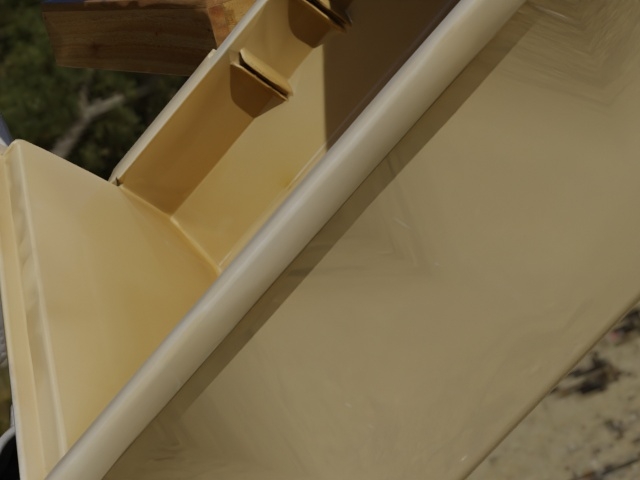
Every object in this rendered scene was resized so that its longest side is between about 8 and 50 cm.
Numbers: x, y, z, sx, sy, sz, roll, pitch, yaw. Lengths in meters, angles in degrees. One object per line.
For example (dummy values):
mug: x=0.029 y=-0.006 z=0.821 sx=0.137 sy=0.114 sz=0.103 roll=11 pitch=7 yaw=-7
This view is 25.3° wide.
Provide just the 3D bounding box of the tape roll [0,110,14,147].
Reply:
tape roll: x=-0.424 y=-0.038 z=1.492 sx=0.246 sy=0.169 sz=0.246 roll=-25 pitch=-9 yaw=-4

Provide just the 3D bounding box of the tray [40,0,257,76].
tray: x=-0.092 y=-0.217 z=1.296 sx=0.203 sy=0.076 sz=0.411 roll=-22 pitch=17 yaw=-24

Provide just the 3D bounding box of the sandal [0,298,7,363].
sandal: x=-0.251 y=0.079 z=0.779 sx=0.265 sy=0.076 sz=0.102 roll=-47 pitch=-35 yaw=-16

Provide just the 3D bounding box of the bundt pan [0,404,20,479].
bundt pan: x=-0.156 y=0.269 z=1.256 sx=0.331 sy=0.331 sz=0.124 roll=-17 pitch=-25 yaw=-46

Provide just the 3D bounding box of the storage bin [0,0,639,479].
storage bin: x=0.013 y=-0.054 z=0.500 sx=0.262 sy=0.123 sz=0.260 roll=-49 pitch=31 yaw=14
